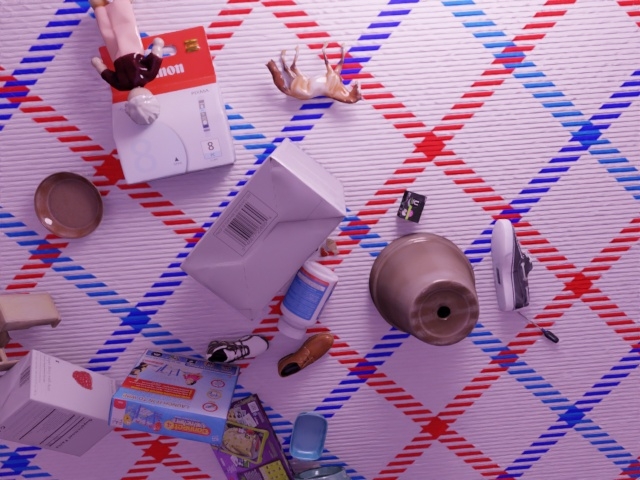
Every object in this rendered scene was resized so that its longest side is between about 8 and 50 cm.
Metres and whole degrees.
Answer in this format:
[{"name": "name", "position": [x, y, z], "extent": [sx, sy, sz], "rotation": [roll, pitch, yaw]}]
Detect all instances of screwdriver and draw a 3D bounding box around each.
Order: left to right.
[{"name": "screwdriver", "position": [0.707, 0.277, 1.569], "extent": [0.170, 0.024, 0.025], "rotation": [40, 128, -8]}]

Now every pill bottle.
[{"name": "pill bottle", "position": [-0.046, 0.181, 1.466], "extent": [0.124, 0.124, 0.221], "rotation": [26, 100, -8]}]

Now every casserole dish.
[{"name": "casserole dish", "position": [-0.040, 0.648, 1.617], "extent": [0.114, 0.037, 0.188], "rotation": [10, 103, -5]}]

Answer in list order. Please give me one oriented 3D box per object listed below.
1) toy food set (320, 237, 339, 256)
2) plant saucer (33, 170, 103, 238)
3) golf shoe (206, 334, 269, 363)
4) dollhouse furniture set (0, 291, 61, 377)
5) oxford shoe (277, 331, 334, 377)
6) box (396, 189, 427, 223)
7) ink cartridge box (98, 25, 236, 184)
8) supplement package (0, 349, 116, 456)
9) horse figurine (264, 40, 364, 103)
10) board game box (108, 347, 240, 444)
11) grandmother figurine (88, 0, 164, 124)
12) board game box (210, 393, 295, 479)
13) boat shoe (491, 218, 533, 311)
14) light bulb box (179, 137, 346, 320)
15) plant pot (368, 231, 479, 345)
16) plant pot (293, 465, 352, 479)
[{"name": "toy food set", "position": [0.000, 0.000, 1.482], "extent": [0.078, 0.019, 0.122], "rotation": [-24, 110, 4]}, {"name": "plant saucer", "position": [-0.731, -0.104, 1.421], "extent": [0.198, 0.036, 0.199], "rotation": [0, 102, -2]}, {"name": "golf shoe", "position": [-0.258, 0.350, 1.513], "extent": [0.198, 0.094, 0.077], "rotation": [-10, 102, -1]}, {"name": "dollhouse furniture set", "position": [-0.920, 0.273, 1.434], "extent": [0.242, 0.161, 0.212], "rotation": [-45, 68, 18]}, {"name": "oxford shoe", "position": [-0.043, 0.370, 1.535], "extent": [0.212, 0.076, 0.076], "rotation": [-37, 100, 4]}, {"name": "box", "position": [0.273, -0.102, 1.451], "extent": [0.062, 0.052, 0.083], "rotation": [16, 100, -5]}, {"name": "ink cartridge box", "position": [-0.428, -0.372, 1.345], "extent": [0.308, 0.091, 0.385], "rotation": [-12, 104, 0]}, {"name": "supplement package", "position": [-0.769, 0.480, 1.417], "extent": [0.175, 0.177, 0.293], "rotation": [-40, 135, 6]}, {"name": "horse figurine", "position": [-0.019, -0.458, 1.354], "extent": [0.263, 0.066, 0.174], "rotation": [-7, 97, -3]}, {"name": "board game box", "position": [-0.409, 0.446, 1.421], "extent": [0.308, 0.302, 0.086], "rotation": [13, 102, -4]}, {"name": "grandmother figurine", "position": [-0.501, -0.477, 1.282], "extent": [0.208, 0.104, 0.342], "rotation": [-14, 91, 23]}, {"name": "board game box", "position": [-0.240, 0.699, 1.617], "extent": [0.208, 0.056, 0.347], "rotation": [-22, 102, -1]}, {"name": "boat shoe", "position": [0.591, 0.074, 1.476], "extent": [0.102, 0.108, 0.301], "rotation": [-11, 105, 0]}, {"name": "light bulb box", "position": [-0.129, -0.049, 1.264], "extent": [0.225, 0.361, 0.358], "rotation": [39, 104, -11]}, {"name": "plant pot", "position": [0.320, 0.161, 1.397], "extent": [0.323, 0.280, 0.323], "rotation": [-1, 103, -3]}, {"name": "plant pot", "position": [0.012, 0.847, 1.560], "extent": [0.293, 0.293, 0.196], "rotation": [-9, 76, 0]}]
